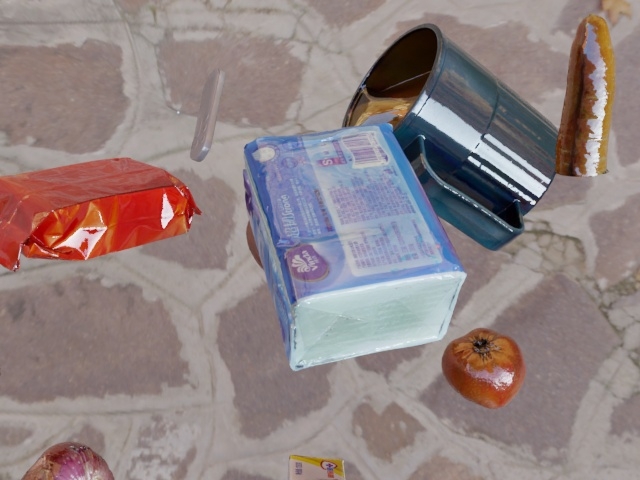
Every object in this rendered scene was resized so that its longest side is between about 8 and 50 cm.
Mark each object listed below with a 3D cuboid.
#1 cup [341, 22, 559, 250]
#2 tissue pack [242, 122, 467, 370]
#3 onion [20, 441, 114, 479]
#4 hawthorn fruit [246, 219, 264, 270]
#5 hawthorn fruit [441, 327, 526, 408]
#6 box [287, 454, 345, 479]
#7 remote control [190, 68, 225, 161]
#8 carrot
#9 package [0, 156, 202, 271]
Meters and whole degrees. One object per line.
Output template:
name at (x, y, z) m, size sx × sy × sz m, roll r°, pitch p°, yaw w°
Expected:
cup at (0.228, -0.163, 1.320) m, size 0.292 × 0.308 × 0.242 m, roll 30°, pitch 98°, yaw -25°
tissue pack at (0.028, -0.002, 0.974) m, size 0.198 × 0.263 × 0.146 m, roll -9°, pitch 140°, yaw -13°
onion at (-0.443, 0.457, 1.357) m, size 0.163 × 0.230 × 0.230 m, roll -12°, pitch 101°, yaw 10°
hawthorn fruit at (-0.012, -0.011, 1.741) m, size 0.295 × 0.311 × 0.295 m, roll -17°, pitch 139°, yaw -15°
hawthorn fruit at (0.400, 0.327, 1.973) m, size 0.196 × 0.196 × 0.225 m, roll -23°, pitch 126°, yaw -6°
box at (-0.008, 0.483, 1.318) m, size 0.097 × 0.265 × 0.168 m, roll 3°, pitch 106°, yaw -3°
remote control at (-0.262, -0.292, 1.897) m, size 0.022 × 0.077 × 0.245 m, roll 22°, pitch 61°, yaw -31°
carrot at (0.234, -0.124, 0.708) m, size 0.048 × 0.048 × 0.139 m, roll -2°, pitch 110°, yaw -10°
package at (-0.426, -0.057, 1.500) m, size 0.423 × 0.196 × 0.123 m, roll -18°, pitch 122°, yaw -49°
